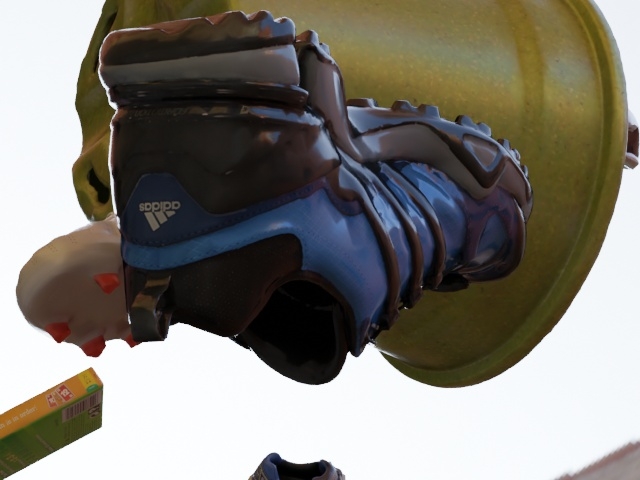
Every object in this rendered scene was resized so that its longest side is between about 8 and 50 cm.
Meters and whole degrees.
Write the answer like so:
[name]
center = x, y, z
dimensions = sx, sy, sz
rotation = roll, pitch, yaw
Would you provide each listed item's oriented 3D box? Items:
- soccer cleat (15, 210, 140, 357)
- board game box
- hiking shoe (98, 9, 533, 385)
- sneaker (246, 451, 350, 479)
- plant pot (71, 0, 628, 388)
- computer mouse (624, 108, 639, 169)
[soccer cleat]
center = -0.088, 0.008, 0.808
dimensions = 0.068, 0.196, 0.076
rotation = -43, -109, 22
[board game box]
center = -0.359, 0.234, 1.857
dimensions = 0.039, 0.259, 0.124
rotation = 52, -23, 19
[hiking shoe]
center = 0.000, 0.000, 0.741
dimensions = 0.113, 0.304, 0.132
rotation = -1, -101, 33
[sneaker]
center = 0.006, 0.211, 1.366
dimensions = 0.135, 0.052, 0.058
rotation = 18, -56, -3
[plant pot]
center = -0.002, -0.067, 1.017
dimensions = 0.276, 0.254, 0.276
rotation = -31, -128, 51
[computer mouse]
center = 0.184, -0.094, 1.193
dimensions = 0.106, 0.193, 0.042
rotation = 21, -91, 25
